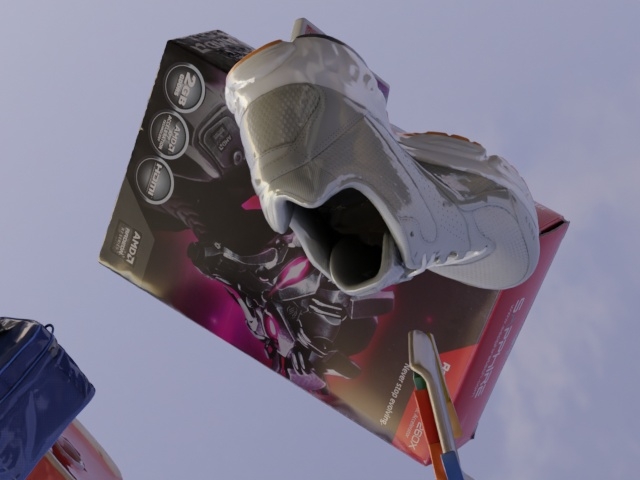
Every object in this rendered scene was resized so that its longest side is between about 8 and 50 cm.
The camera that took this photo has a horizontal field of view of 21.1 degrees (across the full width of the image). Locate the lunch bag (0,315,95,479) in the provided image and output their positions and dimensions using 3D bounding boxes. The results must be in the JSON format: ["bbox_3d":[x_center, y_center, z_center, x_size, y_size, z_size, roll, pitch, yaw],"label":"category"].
[{"bbox_3d":[-0.181,0.086,0.977,0.067,0.065,0.098,1,-134,50],"label":"lunch bag"}]

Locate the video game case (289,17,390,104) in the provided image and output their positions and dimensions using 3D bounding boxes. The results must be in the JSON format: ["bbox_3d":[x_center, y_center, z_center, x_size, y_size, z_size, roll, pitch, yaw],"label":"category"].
[{"bbox_3d":[0.012,-0.141,1.861,0.019,0.157,0.143,-9,-121,40],"label":"video game case"}]

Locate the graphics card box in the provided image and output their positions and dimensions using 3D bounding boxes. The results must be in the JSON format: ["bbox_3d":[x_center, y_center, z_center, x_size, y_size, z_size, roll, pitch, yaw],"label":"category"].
[{"bbox_3d":[0.000,0.000,1.480,0.371,0.232,0.094,32,-153,21],"label":"graphics card box"}]

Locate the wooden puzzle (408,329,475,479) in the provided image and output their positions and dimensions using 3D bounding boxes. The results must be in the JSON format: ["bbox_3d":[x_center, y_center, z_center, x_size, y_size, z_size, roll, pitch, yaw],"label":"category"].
[{"bbox_3d":[0.049,0.077,0.705,0.014,0.078,0.116,-18,-178,5],"label":"wooden puzzle"}]

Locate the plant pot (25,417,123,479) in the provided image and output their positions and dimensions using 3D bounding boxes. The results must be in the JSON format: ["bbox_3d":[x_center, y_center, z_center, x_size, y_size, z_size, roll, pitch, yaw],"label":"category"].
[{"bbox_3d":[-0.297,0.258,1.470,0.243,0.275,0.275,-42,-145,1],"label":"plant pot"}]

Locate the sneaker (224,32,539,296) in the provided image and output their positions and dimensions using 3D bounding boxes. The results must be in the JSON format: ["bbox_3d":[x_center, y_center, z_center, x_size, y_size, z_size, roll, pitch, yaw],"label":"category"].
[{"bbox_3d":[0.041,-0.008,1.002,0.099,0.262,0.121,-27,-128,32],"label":"sneaker"}]
